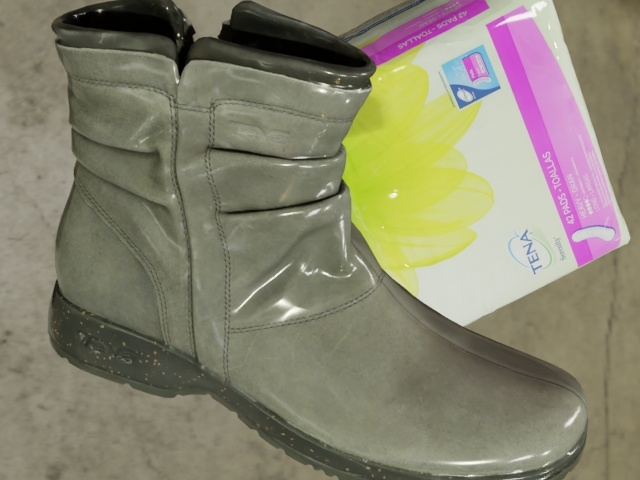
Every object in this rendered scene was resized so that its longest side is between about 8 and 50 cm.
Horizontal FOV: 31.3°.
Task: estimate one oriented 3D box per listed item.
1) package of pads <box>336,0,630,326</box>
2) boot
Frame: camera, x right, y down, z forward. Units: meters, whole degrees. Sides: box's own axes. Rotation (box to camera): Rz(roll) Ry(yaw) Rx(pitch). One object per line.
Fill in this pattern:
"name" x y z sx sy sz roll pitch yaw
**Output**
"package of pads" 0.114 -0.064 0.971 0.296 0.229 0.101 60 5 -37
"boot" 0.000 0.000 0.451 0.083 0.246 0.161 -58 161 -59
